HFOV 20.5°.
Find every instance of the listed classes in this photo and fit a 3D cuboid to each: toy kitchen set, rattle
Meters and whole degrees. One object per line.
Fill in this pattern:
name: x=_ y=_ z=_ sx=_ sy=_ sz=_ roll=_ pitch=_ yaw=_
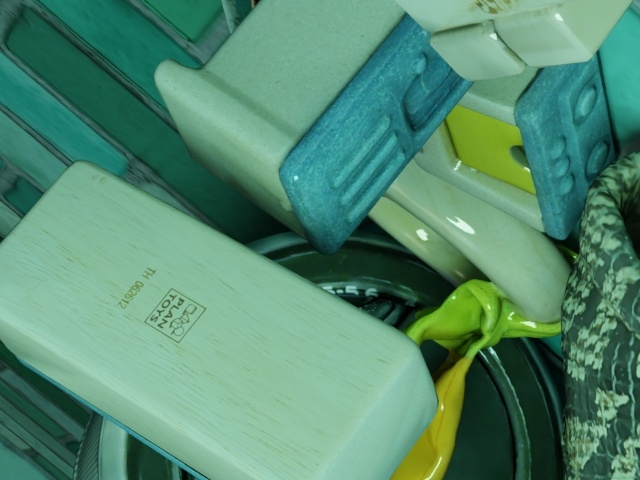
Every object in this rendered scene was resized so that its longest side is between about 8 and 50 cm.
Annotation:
toy kitchen set: x=0.028 y=0.004 z=0.550 sx=0.122 sy=0.207 sz=0.166 roll=29 pitch=160 yaw=29
rattle: x=0.000 y=0.000 z=0.711 sx=0.200 sy=0.143 sz=0.130 roll=39 pitch=-168 yaw=-30

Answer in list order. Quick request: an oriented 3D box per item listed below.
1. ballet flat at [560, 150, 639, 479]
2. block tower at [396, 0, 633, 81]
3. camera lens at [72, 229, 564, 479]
ballet flat: x=0.228 y=0.056 z=0.420 sx=0.483 sy=0.164 sz=0.182 roll=17 pitch=125 yaw=53
block tower: x=-0.030 y=-0.186 z=0.391 sx=0.335 sy=0.097 sz=0.091 roll=43 pitch=161 yaw=-20
camera lens: x=-0.011 y=0.124 z=0.895 sx=0.219 sy=0.219 sz=0.274 roll=38 pitch=162 yaw=-1
